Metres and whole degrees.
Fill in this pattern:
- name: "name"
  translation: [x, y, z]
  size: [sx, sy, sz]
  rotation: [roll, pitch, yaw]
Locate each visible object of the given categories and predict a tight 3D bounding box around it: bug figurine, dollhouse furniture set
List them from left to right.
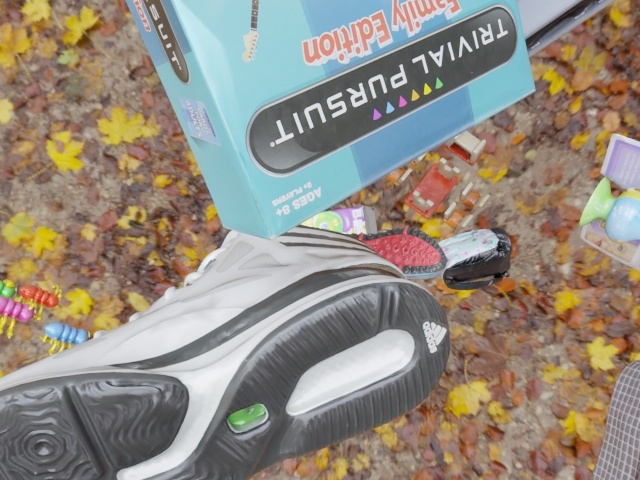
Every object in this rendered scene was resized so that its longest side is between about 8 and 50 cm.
- name: "bug figurine"
  translation: [-0.594, 0.139, 1.167]
  size: [0.279, 0.216, 0.072]
  rotation: [27, 87, 44]
- name: "dollhouse furniture set"
  translation: [0.339, -0.178, 1.574]
  size: [0.262, 0.135, 0.259]
  rotation: [39, 79, 9]

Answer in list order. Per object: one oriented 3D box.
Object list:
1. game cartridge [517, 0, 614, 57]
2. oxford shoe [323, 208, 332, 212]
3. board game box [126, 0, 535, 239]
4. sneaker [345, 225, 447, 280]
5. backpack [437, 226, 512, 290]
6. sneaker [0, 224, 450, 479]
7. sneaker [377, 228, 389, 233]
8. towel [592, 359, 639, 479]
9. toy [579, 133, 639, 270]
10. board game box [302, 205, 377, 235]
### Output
- name: "game cartridge"
  translation: [0.201, -0.293, 0.578]
  size: [0.297, 0.062, 0.197]
  rotation: [-29, 65, 46]
- name: "oxford shoe"
  translation: [-0.016, -0.076, 1.621]
  size: [0.097, 0.098, 0.271]
  rotation: [-39, 81, -3]
- name: "board game box"
  translation: [-0.005, -0.208, 0.360]
  size: [0.254, 0.079, 0.335]
  rotation: [-31, 112, -25]
- name: "sneaker"
  translation: [0.144, 0.042, 1.149]
  size: [0.262, 0.125, 0.104]
  rotation: [3, 62, 39]
- name: "backpack"
  translation: [0.375, 0.046, 1.423]
  size: [0.182, 0.151, 0.115]
  rotation: [-18, 44, 0]
- name: "sneaker"
  translation: [-0.129, 0.113, 0.541]
  size: [0.448, 0.257, 0.169]
  rotation: [-19, 112, -6]
- name: "sneaker"
  translation: [0.129, 0.047, 1.574]
  size: [0.188, 0.066, 0.071]
  rotation: [-38, 62, 13]
- name: "towel"
  translation: [0.609, 0.370, 1.036]
  size: [0.122, 0.235, 0.283]
  rotation: [20, 87, 3]
- name: "toy"
  translation: [0.286, 0.031, 0.379]
  size: [0.237, 0.136, 0.056]
  rotation: [36, 71, 30]
- name: "board game box"
  translation: [0.000, 0.000, 1.472]
  size: [0.276, 0.144, 0.141]
  rotation: [-8, 88, 16]
